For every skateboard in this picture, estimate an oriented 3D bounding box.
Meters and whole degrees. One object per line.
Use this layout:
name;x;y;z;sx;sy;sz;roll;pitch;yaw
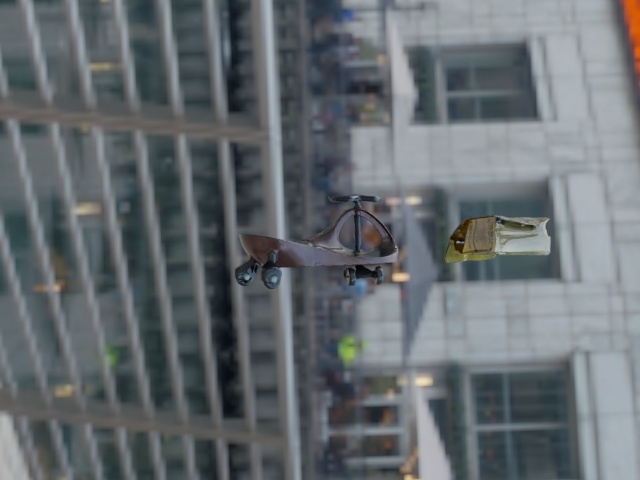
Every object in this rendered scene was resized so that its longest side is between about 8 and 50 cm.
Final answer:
skateboard;0.000;0.000;1.354;0.067;0.151;0.080;1;-88;63

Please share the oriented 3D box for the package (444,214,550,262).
package;0.189;-0.003;1.682;0.131;0.071;0.047;172;-86;-70
